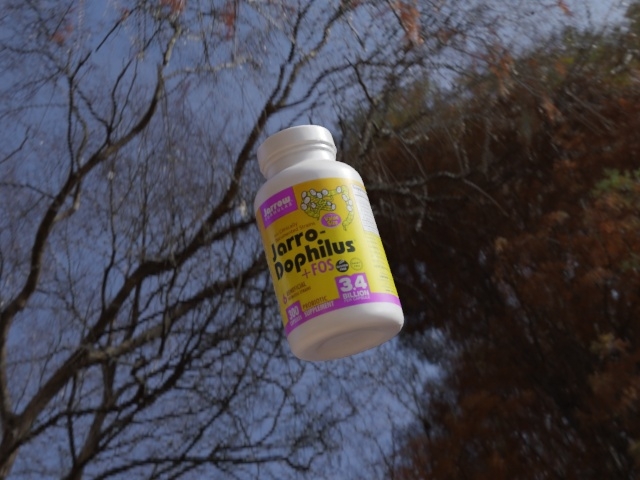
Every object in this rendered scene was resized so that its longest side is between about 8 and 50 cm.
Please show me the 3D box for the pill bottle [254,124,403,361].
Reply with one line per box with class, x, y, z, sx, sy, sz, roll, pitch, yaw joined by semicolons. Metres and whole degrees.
pill bottle;0.000;0.000;0.368;0.043;0.043;0.083;-16;-111;1
